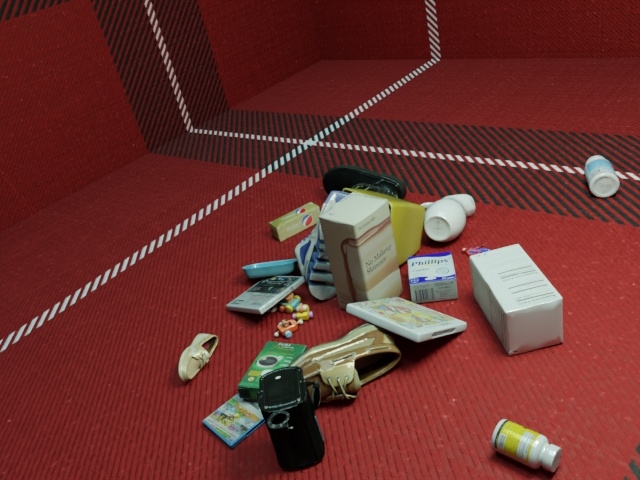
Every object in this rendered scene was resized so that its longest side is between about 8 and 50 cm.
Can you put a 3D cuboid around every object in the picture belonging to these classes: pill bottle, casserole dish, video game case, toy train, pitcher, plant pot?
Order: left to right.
[{"bbox_3d":[-0.176,0.401,1.400,0.166,0.015,0.119,-34,36,-31],"label":"video game case"},{"bbox_3d":[-0.162,0.156,1.750,0.173,0.022,0.190,-36,19,-33],"label":"video game case"},{"bbox_3d":[-0.152,0.088,1.865,0.188,0.037,0.114,-8,5,12],"label":"casserole dish"},{"bbox_3d":[-0.092,0.199,1.674,0.125,0.046,0.166,-22,31,-14],"label":"toy train"},{"bbox_3d":[0.195,-0.040,1.808,0.187,0.212,0.212,-8,21,-38],"label":"plant pot"},{"bbox_3d":[0.213,0.191,1.490,0.226,0.026,0.206,18,14,43],"label":"video game case"},{"bbox_3d":[0.374,-0.076,1.878,0.177,0.126,0.207,1,23,29],"label":"pitcher"},{"bbox_3d":[0.389,0.390,1.132,0.116,0.065,0.065,17,42,41],"label":"pill bottle"},{"bbox_3d":[0.894,-0.209,1.915,0.087,0.087,0.160,-4,31,17],"label":"pill bottle"}]

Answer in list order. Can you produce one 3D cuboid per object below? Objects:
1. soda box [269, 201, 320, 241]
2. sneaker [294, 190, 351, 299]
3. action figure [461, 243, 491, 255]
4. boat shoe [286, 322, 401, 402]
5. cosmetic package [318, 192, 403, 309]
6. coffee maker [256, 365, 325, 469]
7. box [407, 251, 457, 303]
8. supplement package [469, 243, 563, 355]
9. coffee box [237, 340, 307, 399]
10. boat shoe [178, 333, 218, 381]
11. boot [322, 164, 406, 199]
[{"bbox_3d":[-0.087,-0.066,2.106,0.181,0.061,0.058,-28,34,-23],"label":"soda box"},{"bbox_3d":[0.000,0.001,1.770,0.127,0.316,0.182,14,4,-28],"label":"sneaker"},{"bbox_3d":[0.469,0.031,1.746,0.115,0.030,0.038,3,39,30],"label":"action figure"},{"bbox_3d":[0.045,0.301,1.374,0.323,0.123,0.120,-28,36,-22],"label":"boat shoe"},{"bbox_3d":[0.114,0.041,1.604,0.129,0.296,0.153,16,41,42],"label":"cosmetic package"},{"bbox_3d":[-0.065,0.379,1.225,0.120,0.178,0.171,-4,29,21],"label":"coffee maker"},{"bbox_3d":[0.306,0.101,1.648,0.126,0.072,0.137,-8,30,9],"label":"box"},{"bbox_3d":[0.469,0.138,1.451,0.133,0.139,0.244,-15,31,0],"label":"supplement package"},{"bbox_3d":[-0.112,0.318,1.465,0.113,0.041,0.184,1,26,19],"label":"coffee box"},{"bbox_3d":[-0.319,0.302,1.577,0.059,0.063,0.170,-10,29,19],"label":"boat shoe"},{"bbox_3d":[0.103,-0.148,2.096,0.347,0.131,0.260,10,37,34],"label":"boot"}]
